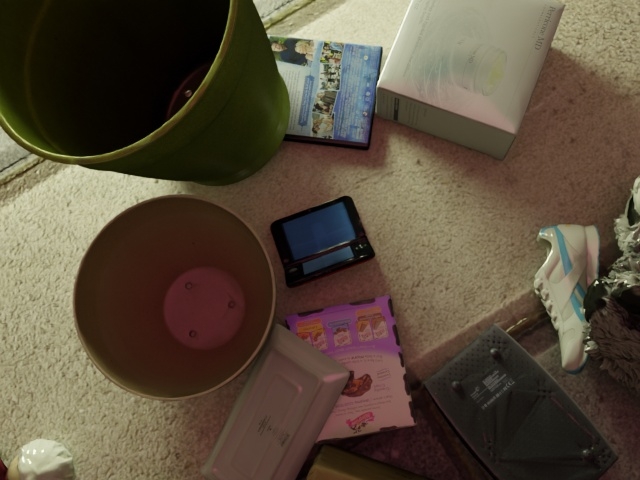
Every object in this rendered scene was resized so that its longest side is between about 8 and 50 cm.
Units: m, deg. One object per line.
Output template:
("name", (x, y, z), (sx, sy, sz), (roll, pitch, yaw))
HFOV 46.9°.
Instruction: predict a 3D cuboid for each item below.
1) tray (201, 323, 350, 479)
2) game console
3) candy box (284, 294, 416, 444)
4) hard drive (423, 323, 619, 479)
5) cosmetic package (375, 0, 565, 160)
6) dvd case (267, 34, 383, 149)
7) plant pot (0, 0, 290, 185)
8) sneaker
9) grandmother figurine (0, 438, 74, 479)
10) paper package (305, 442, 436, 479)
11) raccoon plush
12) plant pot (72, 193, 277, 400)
("tray", (-0.076, 0.273, 1.087), (0.145, 0.030, 0.270), (30, 98, 25))
("game console", (0.000, 0.000, 1.158), (0.144, 0.124, 0.085), (-21, 105, 1))
("candy box", (0.046, 0.196, 1.121), (0.165, 0.070, 0.196), (-11, 78, 3))
("hard drive", (0.283, 0.265, 1.070), (0.172, 0.054, 0.254), (-35, 73, -22))
("cosmetic package", (0.230, -0.279, 1.163), (0.225, 0.138, 0.224), (21, 82, 7))
("dvd case", (-0.032, -0.252, 1.238), (0.253, 0.022, 0.180), (7, 81, 6))
("plant pot", (-0.214, -0.234, 1.063), (0.367, 0.353, 0.366), (-4, 77, 18))
("sneaker", (0.370, 0.087, 1.114), (0.092, 0.087, 0.228), (2, 73, 14))
("grandmother figurine", (-0.548, 0.381, 1.128), (0.343, 0.104, 0.207), (-15, 106, -1))
("paper package", (0.118, 0.401, 0.954), (0.325, 0.309, 0.168), (18, 81, 6))
("raccoon plush", (0.519, 0.109, 1.077), (0.216, 0.446, 0.299), (5, 35, 30))
("plant pot", (-0.193, 0.093, 1.099), (0.284, 0.191, 0.284), (-1, 79, 5))
